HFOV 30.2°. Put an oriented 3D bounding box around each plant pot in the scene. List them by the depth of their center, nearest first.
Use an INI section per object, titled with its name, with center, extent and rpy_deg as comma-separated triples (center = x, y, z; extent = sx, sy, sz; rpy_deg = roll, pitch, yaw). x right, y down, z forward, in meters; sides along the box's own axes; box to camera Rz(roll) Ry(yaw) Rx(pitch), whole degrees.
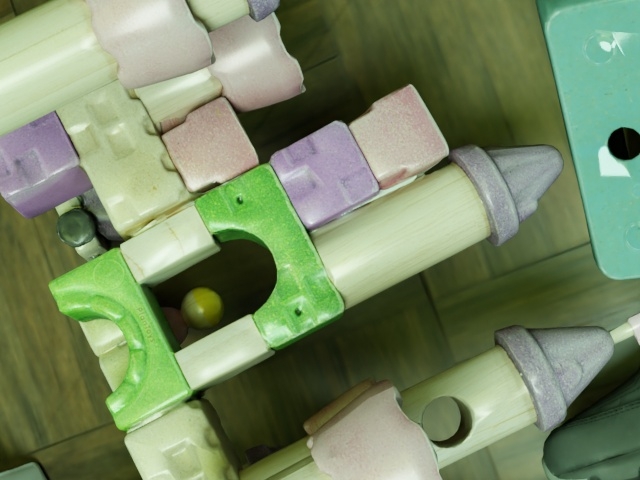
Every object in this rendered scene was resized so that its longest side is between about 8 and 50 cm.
[plant pot]
center = 0.181, -0.080, 0.503
extent = 0.165, 0.234, 0.166
rpy_deg = -9, 108, 25

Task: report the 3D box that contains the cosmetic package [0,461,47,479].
[cosmetic package]
center = -0.224, 0.264, 0.738
extent = 0.151, 0.151, 0.184
rpy_deg = -36, 80, 16

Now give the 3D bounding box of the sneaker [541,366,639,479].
[sneaker]
center = 0.230, 0.048, 0.613
extent = 0.267, 0.101, 0.106
rpy_deg = -29, 68, 12

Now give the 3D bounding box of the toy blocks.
[toy blocks]
center = 0.000, 0.000, 0.604
extent = 0.260, 0.309, 0.289
rpy_deg = -28, 82, -4
